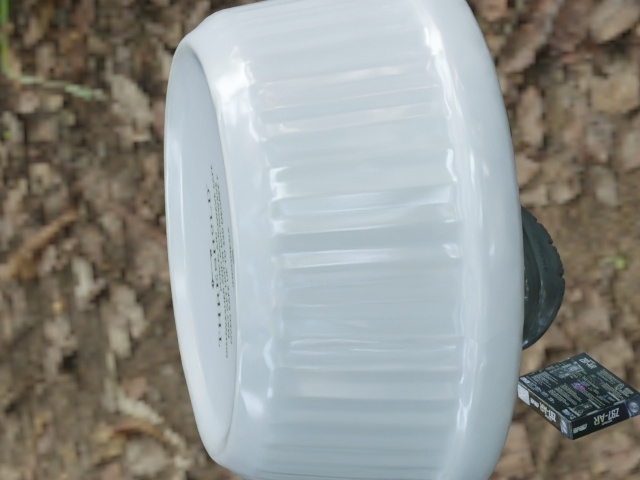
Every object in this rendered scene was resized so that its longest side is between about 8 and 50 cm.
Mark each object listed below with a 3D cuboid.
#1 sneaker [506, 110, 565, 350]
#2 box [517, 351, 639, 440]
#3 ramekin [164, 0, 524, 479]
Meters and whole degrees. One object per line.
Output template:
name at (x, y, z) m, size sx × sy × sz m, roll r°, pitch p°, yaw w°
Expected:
sneaker at (0.087, -0.047, 1.430) m, size 0.109 × 0.130 × 0.286 m, roll -50°, pitch 48°, yaw 34°
box at (0.202, 0.121, 1.445) m, size 0.083 × 0.067 × 0.018 m, roll 38°, pitch 141°, yaw 56°
ramekin at (0.000, 0.000, 0.918) m, size 0.273 × 0.127 × 0.272 m, roll 175°, pitch 90°, yaw -77°
